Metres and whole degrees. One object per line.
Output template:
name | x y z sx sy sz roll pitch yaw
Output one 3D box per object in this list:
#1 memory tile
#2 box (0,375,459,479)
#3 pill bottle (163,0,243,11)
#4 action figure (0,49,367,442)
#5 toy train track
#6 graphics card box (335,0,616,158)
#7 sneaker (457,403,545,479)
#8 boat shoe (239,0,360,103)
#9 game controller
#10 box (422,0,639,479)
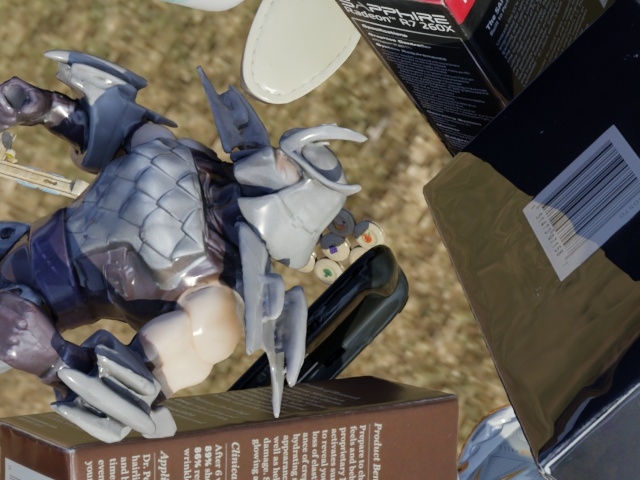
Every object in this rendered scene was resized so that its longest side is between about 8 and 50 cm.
memory tile | 0.000 0.000 2.047 0.148 0.012 0.113 25 130 14
box | -0.071 0.226 1.492 0.143 0.381 0.191 10 100 55
pill bottle | -0.150 -0.211 0.911 0.146 0.264 0.146 -170 90 -69
action figure | -0.114 0.017 0.665 0.285 0.099 0.185 -21 31 8
toy train track | -0.173 -0.041 1.047 0.083 0.014 0.048 17 65 6
graphics card box | 0.144 -0.168 1.174 0.094 0.371 0.232 14 74 30
sneaker | 0.163 0.295 1.857 0.262 0.099 0.121 -57 47 20
boat shoe | -0.006 -0.281 2.057 0.097 0.117 0.324 -20 39 62
game controller | -0.035 0.130 1.832 0.319 0.166 0.067 -46 68 -3
box | 0.246 0.070 0.976 0.179 0.312 0.343 -44 22 12
